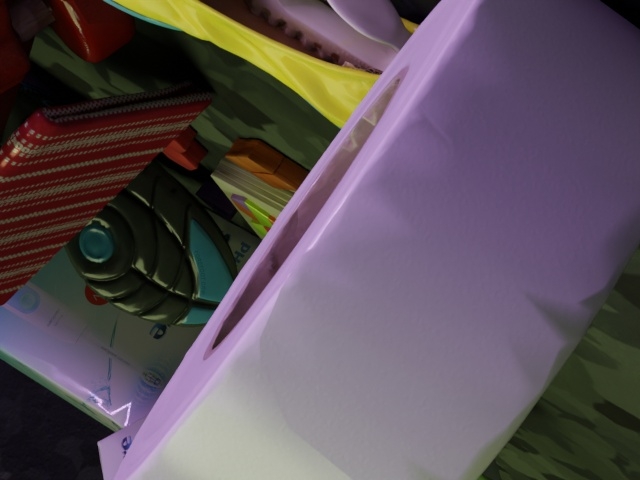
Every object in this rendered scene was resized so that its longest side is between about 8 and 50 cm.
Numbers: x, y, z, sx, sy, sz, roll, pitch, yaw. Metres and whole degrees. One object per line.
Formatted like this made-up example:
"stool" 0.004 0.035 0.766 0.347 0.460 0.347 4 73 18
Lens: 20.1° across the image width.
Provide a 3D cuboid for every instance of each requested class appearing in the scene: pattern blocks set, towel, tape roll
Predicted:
"pattern blocks set" 0.000 0.000 1.437 0.325 0.026 0.285 23 165 43
"towel" -0.217 -0.018 1.267 0.031 0.275 0.199 55 -150 9
"tape roll" 0.032 0.015 0.756 0.100 0.286 0.286 34 169 -4

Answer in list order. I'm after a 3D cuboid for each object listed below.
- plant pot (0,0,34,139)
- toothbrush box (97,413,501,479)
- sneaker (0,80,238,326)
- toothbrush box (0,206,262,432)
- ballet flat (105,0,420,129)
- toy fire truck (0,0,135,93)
"plant pot" -0.355 -0.142 1.313 0.267 0.235 0.267 33 169 10
"toothbrush box" -0.018 0.197 1.583 0.206 0.283 0.122 33 -147 -47
"sneaker" -0.198 -0.053 1.597 0.341 0.125 0.140 37 -162 11
"toothbrush box" -0.207 0.046 1.732 0.296 0.216 0.126 30 168 23
"ballet flat" -0.034 -0.131 0.910 0.231 0.077 0.077 31 147 0
"toy fire truck" -0.252 -0.194 1.055 0.254 0.169 0.302 51 170 9
